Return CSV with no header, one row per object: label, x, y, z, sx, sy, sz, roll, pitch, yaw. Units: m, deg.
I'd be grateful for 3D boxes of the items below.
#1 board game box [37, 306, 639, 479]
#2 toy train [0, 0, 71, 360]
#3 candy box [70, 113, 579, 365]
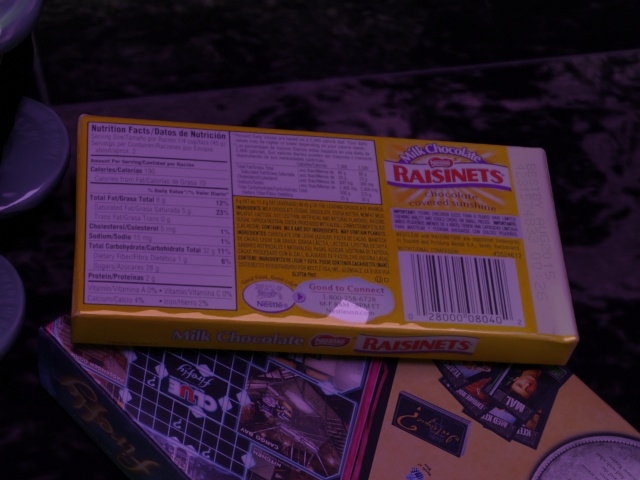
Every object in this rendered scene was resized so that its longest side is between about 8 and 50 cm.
board game box,0.024,0.085,0.700,0.165,0.042,0.243,-33,66,-31
toy train,-0.214,-0.005,0.666,0.190,0.142,0.334,5,51,4
candy box,0.000,0.000,0.715,0.206,0.027,0.105,4,50,-10
